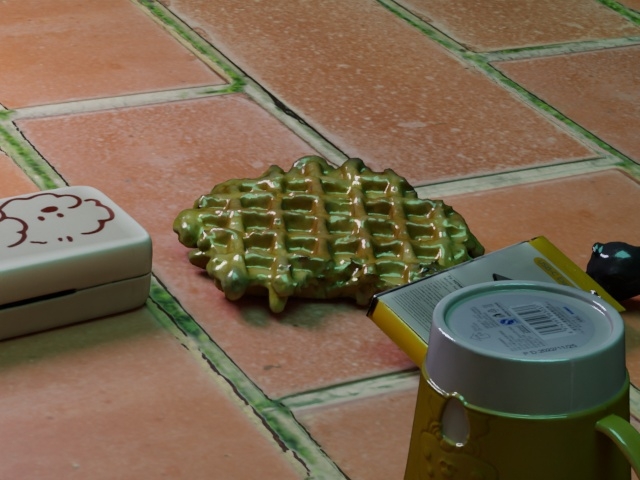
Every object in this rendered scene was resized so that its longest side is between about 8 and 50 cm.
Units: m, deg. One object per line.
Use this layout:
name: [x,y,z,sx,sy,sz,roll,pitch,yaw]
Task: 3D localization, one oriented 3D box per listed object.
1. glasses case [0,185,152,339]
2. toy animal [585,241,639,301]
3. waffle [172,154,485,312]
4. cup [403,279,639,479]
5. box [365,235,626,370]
glasses case: [-0.330,0.031,1.700,0.336,0.076,0.144,-13,33,-33]
toy animal: [0.449,0.028,1.858,0.343,0.106,0.168,8,34,16]
waffle: [0.009,-0.002,1.864,0.301,0.058,0.281,-10,32,-27]
cup: [0.173,0.166,1.387,0.185,0.226,0.241,-20,29,-41]
box: [0.172,0.071,1.753,0.247,0.033,0.129,-18,51,-41]
